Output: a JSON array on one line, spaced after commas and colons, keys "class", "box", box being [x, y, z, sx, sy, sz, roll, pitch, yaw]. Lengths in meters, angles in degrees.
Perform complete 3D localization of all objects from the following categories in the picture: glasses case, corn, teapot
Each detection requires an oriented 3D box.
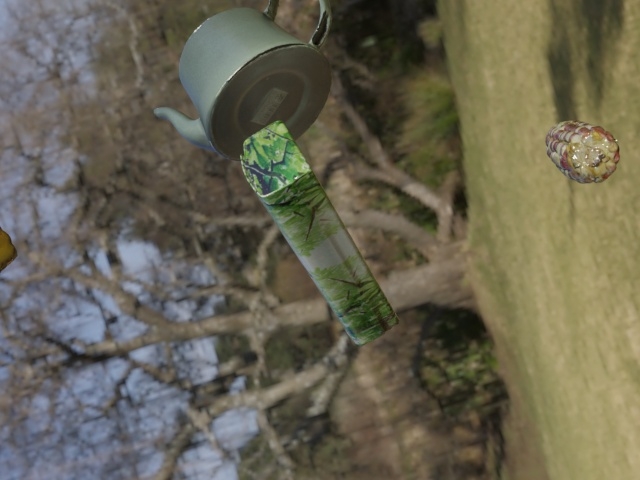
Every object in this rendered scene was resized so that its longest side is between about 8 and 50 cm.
[{"class": "glasses case", "box": [0.000, 0.000, 1.254, 0.272, 0.062, 0.095, 59, -179, -45]}, {"class": "corn", "box": [0.339, -0.123, 1.552, 0.237, 0.080, 0.079, -75, -33, -78]}, {"class": "teapot", "box": [-0.085, -0.204, 1.354, 0.149, 0.239, 0.162, 50, -171, 34]}]

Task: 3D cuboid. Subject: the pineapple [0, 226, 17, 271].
[{"class": "pineapple", "box": [-0.236, -0.018, 0.530, 0.114, 0.186, 0.236, -54, -19, -36]}]
